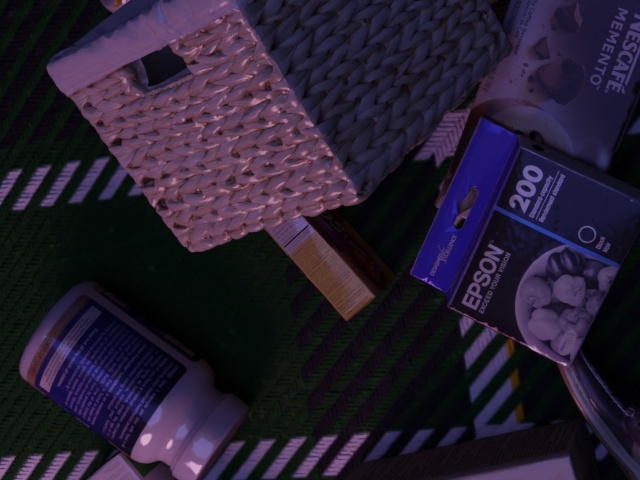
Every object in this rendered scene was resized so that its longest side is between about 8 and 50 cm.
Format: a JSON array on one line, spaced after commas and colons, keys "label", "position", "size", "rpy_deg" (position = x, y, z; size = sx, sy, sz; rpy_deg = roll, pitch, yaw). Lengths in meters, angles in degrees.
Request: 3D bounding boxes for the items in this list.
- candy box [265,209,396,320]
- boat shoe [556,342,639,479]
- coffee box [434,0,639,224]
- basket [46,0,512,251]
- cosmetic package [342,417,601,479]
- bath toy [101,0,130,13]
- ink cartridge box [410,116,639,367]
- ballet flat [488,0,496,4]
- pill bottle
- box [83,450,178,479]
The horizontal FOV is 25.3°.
[{"label": "candy box", "position": [0.000, 0.000, 1.694], "size": [0.053, 0.109, 0.186], "rpy_deg": [-41, 87, 20]}, {"label": "boat shoe", "position": [0.373, 0.218, 1.639], "size": [0.092, 0.103, 0.285], "rpy_deg": [-34, 94, 15]}, {"label": "coffee box", "position": [0.262, -0.152, 1.578], "size": [0.168, 0.119, 0.297], "rpy_deg": [23, 108, 11]}, {"label": "basket", "position": [-0.038, -0.195, 1.479], "size": [0.328, 0.331, 0.266], "rpy_deg": [-15, 113, 49]}, {"label": "cosmetic package", "position": [0.178, 0.316, 1.687], "size": [0.296, 0.153, 0.129], "rpy_deg": [-14, 96, 20]}, {"label": "bath toy", "position": [-0.193, -0.431, 1.657], "size": [0.129, 0.151, 0.348], "rpy_deg": [-6, 102, -26]}, {"label": "ink cartridge box", "position": [0.221, 0.002, 1.540], "size": [0.208, 0.045, 0.206], "rpy_deg": [26, 112, 11]}, {"label": "ballet flat", "position": [0.165, -0.376, 1.580], "size": [0.080, 0.073, 0.232], "rpy_deg": [-21, 99, -13]}, {"label": "pill bottle", "position": [-0.228, 0.181, 1.776], "size": [0.265, 0.153, 0.153], "rpy_deg": [35, 109, 7]}, {"label": "box", "position": [-0.246, 0.316, 1.837], "size": [0.102, 0.101, 0.087], "rpy_deg": [-39, 90, 20]}]
